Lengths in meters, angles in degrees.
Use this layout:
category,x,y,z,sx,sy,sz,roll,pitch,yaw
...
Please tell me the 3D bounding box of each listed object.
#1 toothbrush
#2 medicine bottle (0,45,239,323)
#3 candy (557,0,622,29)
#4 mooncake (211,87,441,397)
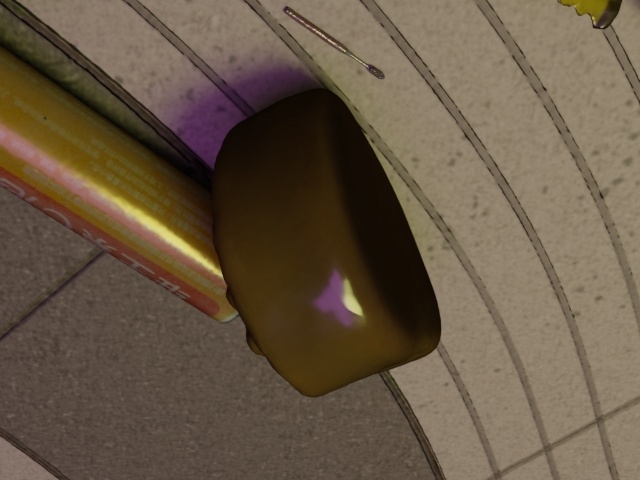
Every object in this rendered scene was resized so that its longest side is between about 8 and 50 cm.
category,x,y,z,sx,sy,sz,roll,pitch,yaw
toothbrush,0.012,-0.155,0.604,0.097,0.008,0.006,31,103,-17
medicine bottle,-0.222,-0.080,0.596,0.426,0.108,0.108,35,116,-20
candy,0.164,-0.295,0.439,0.187,0.081,0.297,21,95,-17
mooncake,0.000,0.000,0.583,0.117,0.235,0.235,-25,119,18
